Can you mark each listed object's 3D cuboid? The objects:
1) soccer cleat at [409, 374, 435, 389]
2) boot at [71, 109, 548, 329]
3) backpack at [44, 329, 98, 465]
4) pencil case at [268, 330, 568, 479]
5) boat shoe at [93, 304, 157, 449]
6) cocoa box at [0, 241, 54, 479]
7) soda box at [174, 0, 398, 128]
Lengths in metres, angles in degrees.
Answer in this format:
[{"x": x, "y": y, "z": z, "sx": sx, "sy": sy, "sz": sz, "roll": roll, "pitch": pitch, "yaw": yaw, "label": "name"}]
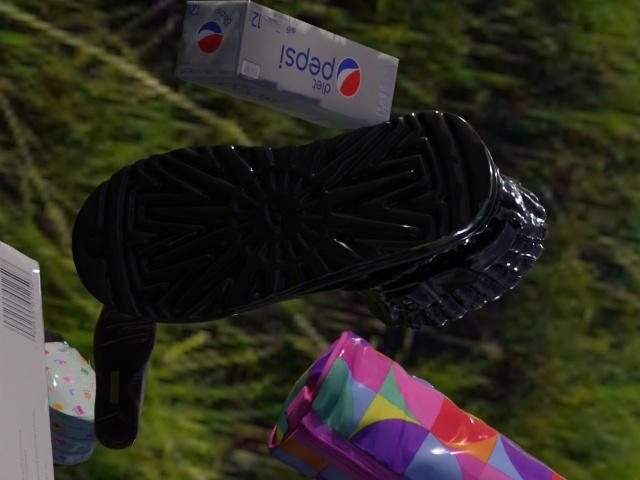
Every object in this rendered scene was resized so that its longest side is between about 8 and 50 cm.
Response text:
[{"x": 0.117, "y": 0.274, "z": 1.869, "sx": 0.108, "sy": 0.116, "sz": 0.318, "roll": 56, "pitch": 30, "yaw": -43, "label": "soccer cleat"}, {"x": 0.002, "y": 0.004, "z": 1.473, "sx": 0.260, "sy": 0.348, "sz": 0.131, "roll": 36, "pitch": 47, "yaw": -74, "label": "boot"}, {"x": -0.355, "y": 0.206, "z": 2.398, "sx": 0.152, "sy": 0.182, "sz": 0.115, "roll": -11, "pitch": 143, "yaw": -41, "label": "backpack"}, {"x": 0.082, "y": 0.156, "z": 1.158, "sx": 0.104, "sy": 0.236, "sz": 0.104, "roll": -56, "pitch": 178, "yaw": -3, "label": "pencil case"}, {"x": -0.216, "y": 0.131, "z": 2.021, "sx": 0.072, "sy": 0.068, "sz": 0.190, "roll": -65, "pitch": 166, "yaw": -81, "label": "boat shoe"}, {"x": -0.406, "y": 0.170, "z": 1.719, "sx": 0.231, "sy": 0.228, "sz": 0.347, "roll": 38, "pitch": 40, "yaw": -59, "label": "cocoa box"}, {"x": -0.035, "y": -0.199, "z": 2.112, "sx": 0.286, "sy": 0.098, "sz": 0.091, "roll": 14, "pitch": 83, "yaw": -52, "label": "soda box"}]
